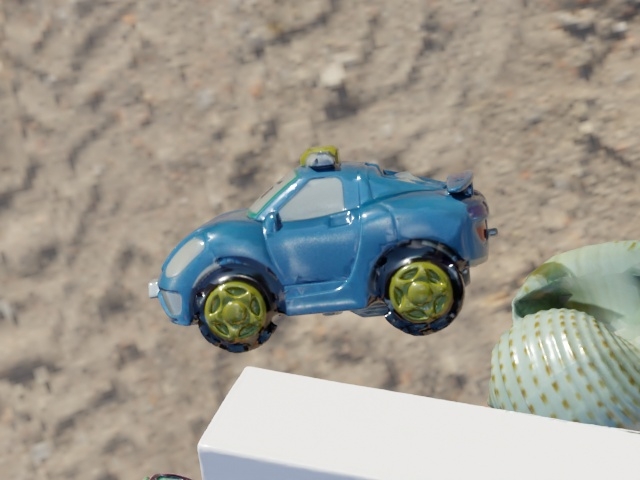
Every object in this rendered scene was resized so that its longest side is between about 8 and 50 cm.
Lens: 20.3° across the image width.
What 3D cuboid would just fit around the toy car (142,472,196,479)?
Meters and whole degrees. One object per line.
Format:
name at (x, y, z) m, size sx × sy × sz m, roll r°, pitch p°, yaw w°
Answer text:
toy car at (-0.119, 0.231, 1.336) m, size 0.069 × 0.055 × 0.142 m, roll 25°, pitch 129°, yaw 0°

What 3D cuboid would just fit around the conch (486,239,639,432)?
conch at (0.221, 0.097, 1.310) m, size 0.200 × 0.172 × 0.131 m, roll 1°, pitch 123°, yaw 12°

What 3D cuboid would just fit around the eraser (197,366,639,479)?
eraser at (0.084, 0.144, 1.009) m, size 0.298 × 0.076 × 0.078 m, roll 8°, pitch 128°, yaw 19°

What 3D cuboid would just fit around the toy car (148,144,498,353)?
toy car at (0.000, 0.000, 1.589) m, size 0.314 × 0.198 × 0.166 m, roll -6°, pitch 95°, yaw 6°
